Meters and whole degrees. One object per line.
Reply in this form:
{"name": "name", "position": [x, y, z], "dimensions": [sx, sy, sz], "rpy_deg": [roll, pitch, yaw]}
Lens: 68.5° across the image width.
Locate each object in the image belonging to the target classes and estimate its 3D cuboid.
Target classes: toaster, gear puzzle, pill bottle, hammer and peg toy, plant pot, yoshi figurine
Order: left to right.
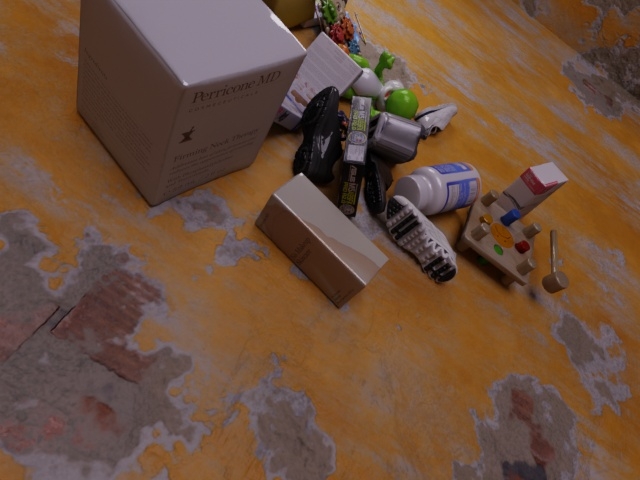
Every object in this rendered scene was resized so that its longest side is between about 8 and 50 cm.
{"name": "plant pot", "position": [-0.137, -0.872, 1.597], "dimensions": [0.212, 0.187, 0.212], "rpy_deg": [-34, 81, -25]}
{"name": "gear puzzle", "position": [0.068, -0.786, 1.659], "dimensions": [0.175, 0.044, 0.339], "rpy_deg": [-49, 126, -41]}
{"name": "yoshi figurine", "position": [0.191, -0.506, 1.583], "dimensions": [0.361, 0.203, 0.203], "rpy_deg": [20, 60, -19]}
{"name": "toaster", "position": [0.223, -0.320, 1.467], "dimensions": [0.146, 0.227, 0.129], "rpy_deg": [17, 93, -11]}
{"name": "pill bottle", "position": [0.364, -0.160, 1.474], "dimensions": [0.271, 0.152, 0.153], "rpy_deg": [-12, 67, -34]}
{"name": "hammer and peg toy", "position": [0.623, 0.016, 1.524], "dimensions": [0.361, 0.127, 0.266], "rpy_deg": [35, 48, -5]}

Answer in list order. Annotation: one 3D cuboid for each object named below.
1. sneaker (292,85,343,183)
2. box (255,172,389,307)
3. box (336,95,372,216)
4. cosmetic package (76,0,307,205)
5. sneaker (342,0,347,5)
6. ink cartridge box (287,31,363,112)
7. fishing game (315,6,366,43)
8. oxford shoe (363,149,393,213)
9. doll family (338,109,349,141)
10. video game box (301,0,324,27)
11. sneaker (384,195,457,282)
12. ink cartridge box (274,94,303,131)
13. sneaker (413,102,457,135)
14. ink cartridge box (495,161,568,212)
{"name": "sneaker", "position": [0.010, -0.300, 1.360], "dimensions": [0.130, 0.109, 0.287], "rpy_deg": [16, 88, -37]}
{"name": "box", "position": [0.000, 0.000, 1.173], "dimensions": [0.311, 0.148, 0.121], "rpy_deg": [44, 50, 4]}
{"name": "box", "position": [0.095, -0.238, 1.329], "dimensions": [0.060, 0.216, 0.270], "rpy_deg": [8, 53, 2]}
{"name": "cosmetic package", "position": [-0.309, -0.357, 1.064], "dimensions": [0.329, 0.394, 0.327], "rpy_deg": [-33, 79, -39]}
{"name": "sneaker", "position": [0.046, -1.004, 1.846], "dimensions": [0.120, 0.108, 0.302], "rpy_deg": [10, 34, -18]}
{"name": "ink cartridge box", "position": [-0.004, -0.514, 1.495], "dimensions": [0.181, 0.225, 0.056], "rpy_deg": [45, 13, 4]}
{"name": "fishing game", "position": [0.085, -0.816, 1.773], "dimensions": [0.263, 0.041, 0.189], "rpy_deg": [-8, 80, -45]}
{"name": "oxford shoe", "position": [0.186, -0.175, 1.430], "dimensions": [0.096, 0.083, 0.228], "rpy_deg": [15, 55, -24]}
{"name": "doll family", "position": [0.063, -0.361, 1.487], "dimensions": [0.111, 0.076, 0.193], "rpy_deg": [43, 46, 8]}
{"name": "video game box", "position": [-0.044, -0.903, 1.790], "dimensions": [0.205, 0.048, 0.187], "rpy_deg": [-31, 76, -39]}
{"name": "sneaker", "position": [0.297, -0.015, 1.379], "dimensions": [0.292, 0.110, 0.118], "rpy_deg": [51, 39, -7]}
{"name": "ink cartridge box", "position": [-0.145, -0.409, 1.340], "dimensions": [0.186, 0.065, 0.311], "rpy_deg": [51, 17, 8]}
{"name": "sneaker", "position": [0.438, -0.450, 1.758], "dimensions": [0.234, 0.090, 0.095], "rpy_deg": [-24, 87, -34]}
{"name": "ink cartridge box", "position": [0.713, -0.162, 1.627], "dimensions": [0.158, 0.218, 0.092], "rpy_deg": [-15, 63, -35]}
